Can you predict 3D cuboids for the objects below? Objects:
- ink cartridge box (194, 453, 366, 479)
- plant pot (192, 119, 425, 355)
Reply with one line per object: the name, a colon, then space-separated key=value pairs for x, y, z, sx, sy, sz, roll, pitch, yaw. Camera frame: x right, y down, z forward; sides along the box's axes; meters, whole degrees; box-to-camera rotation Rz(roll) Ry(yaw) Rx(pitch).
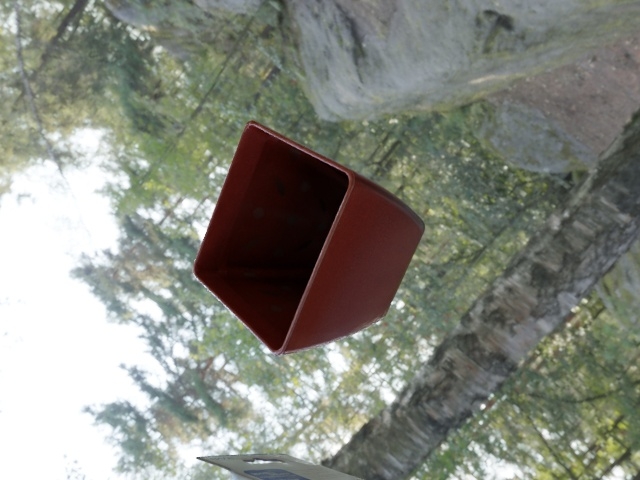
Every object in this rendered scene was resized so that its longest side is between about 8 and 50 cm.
ink cartridge box: x=0.047 y=0.304 z=0.658 sx=0.371 sy=0.069 sz=0.176 roll=6 pitch=168 yaw=37
plant pot: x=0.000 y=0.000 z=0.948 sx=0.236 sy=0.267 sz=0.267 roll=10 pitch=-163 yaw=-43
